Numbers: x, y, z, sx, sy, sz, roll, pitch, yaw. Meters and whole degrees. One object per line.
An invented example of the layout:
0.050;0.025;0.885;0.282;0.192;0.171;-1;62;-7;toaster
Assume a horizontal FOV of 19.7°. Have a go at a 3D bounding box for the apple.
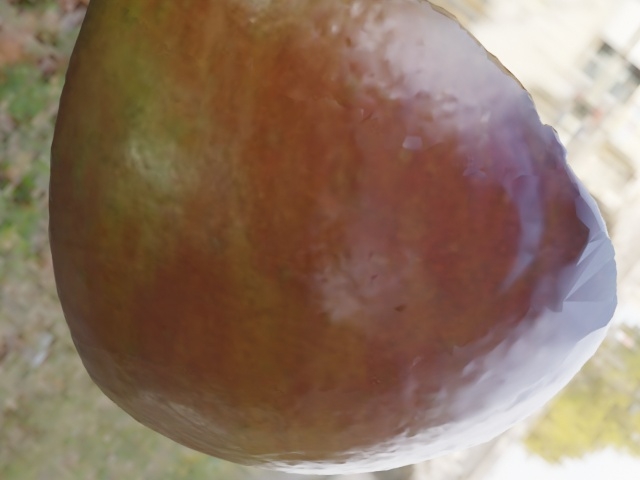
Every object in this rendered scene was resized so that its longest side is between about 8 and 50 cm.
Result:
0.000;0.000;0.880;0.254;0.179;0.346;-18;140;1;apple
